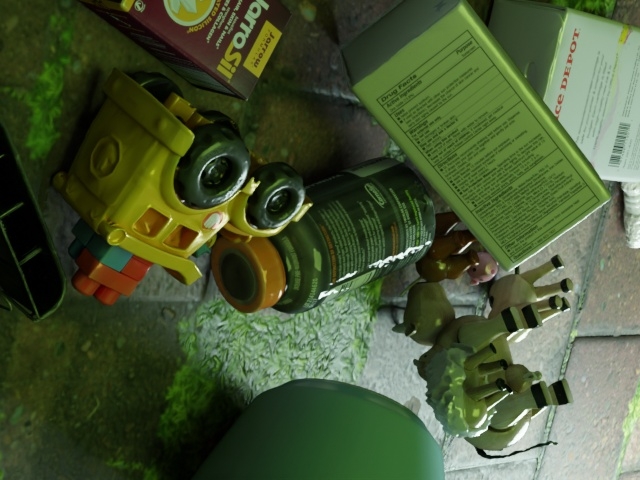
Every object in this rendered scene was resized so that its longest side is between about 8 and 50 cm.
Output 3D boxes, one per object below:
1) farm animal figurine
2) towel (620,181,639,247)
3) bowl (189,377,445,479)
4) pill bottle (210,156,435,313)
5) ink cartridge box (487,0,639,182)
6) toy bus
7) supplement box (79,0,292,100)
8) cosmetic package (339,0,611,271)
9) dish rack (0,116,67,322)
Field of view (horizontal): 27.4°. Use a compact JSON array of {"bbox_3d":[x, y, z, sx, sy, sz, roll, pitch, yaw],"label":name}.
[{"bbox_3d":[0.193,0.119,1.632,0.330,0.172,0.326,26,45,-48],"label":"farm animal figurine"},{"bbox_3d":[0.544,-0.135,2.001,0.282,0.049,0.187,-36,127,-30],"label":"towel"},{"bbox_3d":[0.014,0.264,1.453,0.311,0.311,0.163,49,49,-45],"label":"bowl"},{"bbox_3d":[0.000,0.000,1.420,0.246,0.130,0.130,-22,121,-40],"label":"pill bottle"},{"bbox_3d":[0.323,-0.190,1.692,0.278,0.117,0.201,2,104,-47],"label":"ink cartridge box"},{"bbox_3d":[-0.145,-0.029,1.261,0.220,0.149,0.211,27,98,-51],"label":"toy bus"},{"bbox_3d":[-0.127,-0.223,1.235,0.188,0.081,0.104,34,80,-48],"label":"supplement box"},{"bbox_3d":[0.170,-0.130,1.447,0.153,0.129,0.296,-35,116,13],"label":"cosmetic package"},{"bbox_3d":[-0.362,0.029,1.096,0.271,0.074,0.208,-37,128,-31],"label":"dish rack"}]
